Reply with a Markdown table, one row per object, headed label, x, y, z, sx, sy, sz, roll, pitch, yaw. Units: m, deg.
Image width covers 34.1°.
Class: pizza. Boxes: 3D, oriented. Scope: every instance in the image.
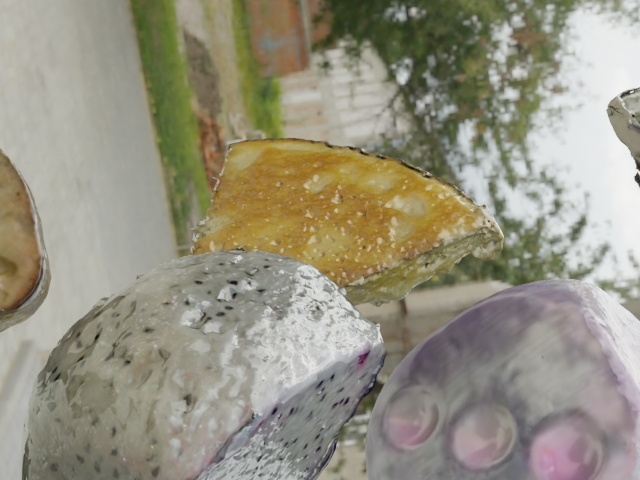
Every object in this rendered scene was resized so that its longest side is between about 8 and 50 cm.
| label | x | y | z | sx | sy | sz | roll | pitch | yaw |
| --- | --- | --- | --- | --- | --- | --- | --- | --- | --- |
| pizza | 0.000 | 0.000 | 0.987 | 0.223 | 0.323 | 0.089 | -47 | 139 | -31 |

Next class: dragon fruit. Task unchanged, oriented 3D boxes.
| label | x | y | z | sx | sy | sz | roll | pitch | yaw |
| --- | --- | --- | --- | --- | --- | --- | --- | --- | --- |
| dragon fruit | -0.120 | 0.135 | 0.755 | 0.221 | 0.204 | 0.283 | -9 | 130 | -60 |

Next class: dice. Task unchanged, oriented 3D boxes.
| label | x | y | z | sx | sy | sz | roll | pitch | yaw |
| --- | --- | --- | --- | --- | --- | --- | --- | --- | --- |
| dice | 0.223 | 0.220 | 0.972 | 0.270 | 0.271 | 0.270 | 35 | 25 | -39 |

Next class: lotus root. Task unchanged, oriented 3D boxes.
| label | x | y | z | sx | sy | sz | roll | pitch | yaw |
| --- | --- | --- | --- | --- | --- | --- | --- | --- | --- |
| lotus root | -0.348 | -0.026 | 0.934 | 0.260 | 0.170 | 0.074 | 39 | -12 | 7 |

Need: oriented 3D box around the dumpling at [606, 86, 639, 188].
| label | x | y | z | sx | sy | sz | roll | pitch | yaw |
| --- | --- | --- | --- | --- | --- | --- | --- | --- | --- |
| dumpling | 0.470 | -0.103 | 1.189 | 0.204 | 0.293 | 0.163 | -23 | 128 | -66 |
